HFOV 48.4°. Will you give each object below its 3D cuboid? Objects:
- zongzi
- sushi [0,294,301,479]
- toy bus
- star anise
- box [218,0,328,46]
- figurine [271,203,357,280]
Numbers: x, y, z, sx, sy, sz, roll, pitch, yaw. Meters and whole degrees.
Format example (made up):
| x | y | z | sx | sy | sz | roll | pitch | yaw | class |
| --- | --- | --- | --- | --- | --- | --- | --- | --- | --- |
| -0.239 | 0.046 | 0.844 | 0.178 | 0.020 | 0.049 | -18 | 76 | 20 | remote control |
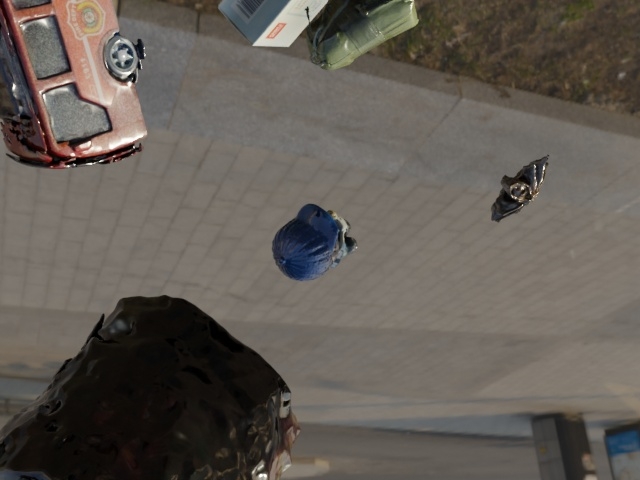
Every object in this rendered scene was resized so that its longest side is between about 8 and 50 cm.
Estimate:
| x | y | z | sx | sy | sz | roll | pitch | yaw | class |
| --- | --- | --- | --- | --- | --- | --- | --- | --- | --- |
| 0.017 | -0.224 | 0.668 | 0.109 | 0.119 | 0.055 | -32 | 159 | -1 | zongzi |
| -0.190 | 0.241 | 0.745 | 0.281 | 0.294 | 0.300 | 22 | 127 | 12 | sushi |
| -0.178 | -0.158 | 0.445 | 0.073 | 0.235 | 0.096 | 14 | -149 | 41 | toy bus |
| 0.286 | -0.077 | 1.032 | 0.124 | 0.056 | 0.129 | -53 | 162 | 20 | star anise |
| -0.007 | -0.382 | 0.955 | 0.269 | 0.079 | 0.135 | -43 | 176 | 25 | box |
| -0.008 | 0.003 | 0.799 | 0.079 | 0.077 | 0.136 | -22 | 176 | 10 | figurine |
